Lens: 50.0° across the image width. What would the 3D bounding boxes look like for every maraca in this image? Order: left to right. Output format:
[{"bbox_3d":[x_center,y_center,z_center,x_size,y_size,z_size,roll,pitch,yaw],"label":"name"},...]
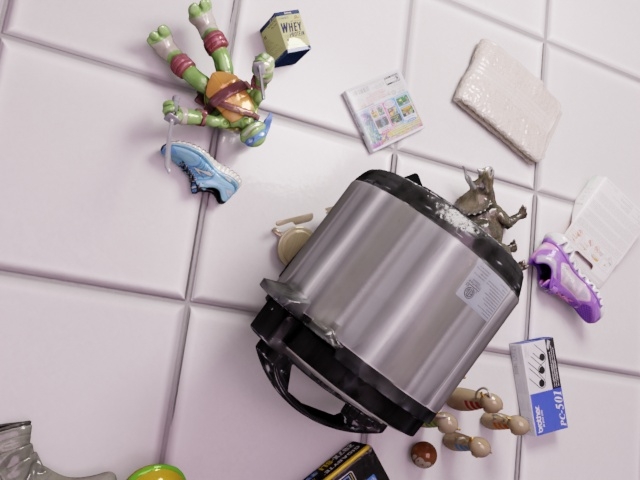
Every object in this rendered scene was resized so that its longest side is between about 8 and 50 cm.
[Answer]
[{"bbox_3d":[-0.286,0.455,1.138,0.127,0.099,0.186,11,100,-31],"label":"maraca"}]

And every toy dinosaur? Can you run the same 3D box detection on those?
[{"bbox_3d":[0.373,-0.003,1.528,0.160,0.121,0.314,1,87,-14],"label":"toy dinosaur"}]

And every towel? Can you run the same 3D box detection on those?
[{"bbox_3d":[0.452,-0.327,1.631,0.282,0.049,0.187,33,69,-18],"label":"towel"}]

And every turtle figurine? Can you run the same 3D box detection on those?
[{"bbox_3d":[-0.192,-0.291,1.213,0.266,0.198,0.274,56,33,6],"label":"turtle figurine"}]

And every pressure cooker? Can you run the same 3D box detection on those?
[{"bbox_3d":[0.096,0.131,1.195,0.369,0.375,0.420,36,86,8],"label":"pressure cooker"}]

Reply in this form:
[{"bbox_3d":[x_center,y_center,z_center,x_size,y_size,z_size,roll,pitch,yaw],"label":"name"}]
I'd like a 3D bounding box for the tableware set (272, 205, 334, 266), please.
[{"bbox_3d":[0.000,0.000,1.373,0.194,0.039,0.128,-14,101,-21],"label":"tableware set"}]

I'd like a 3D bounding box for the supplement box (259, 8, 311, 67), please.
[{"bbox_3d":[-0.070,-0.401,1.368,0.056,0.083,0.083,-18,90,-28],"label":"supplement box"}]

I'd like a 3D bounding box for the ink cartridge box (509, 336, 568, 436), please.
[{"bbox_3d":[0.496,0.329,1.560,0.097,0.046,0.207,-6,86,-25],"label":"ink cartridge box"}]

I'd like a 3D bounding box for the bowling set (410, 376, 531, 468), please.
[{"bbox_3d":[0.283,0.382,1.389,0.287,0.154,0.200,34,70,-18],"label":"bowling set"}]

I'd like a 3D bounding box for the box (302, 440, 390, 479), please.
[{"bbox_3d":[0.057,0.587,1.295,0.257,0.079,0.322,-31,96,-28],"label":"box"}]

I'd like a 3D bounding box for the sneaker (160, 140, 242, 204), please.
[{"bbox_3d":[-0.225,-0.124,1.267,0.162,0.063,0.073,33,73,-18],"label":"sneaker"}]

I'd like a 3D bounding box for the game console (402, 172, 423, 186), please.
[{"bbox_3d":[0.184,-0.073,1.486,0.107,0.071,0.122,-21,92,3],"label":"game console"}]

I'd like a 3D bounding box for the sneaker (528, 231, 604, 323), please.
[{"bbox_3d":[0.568,0.102,1.608,0.104,0.095,0.236,-34,93,-19],"label":"sneaker"}]

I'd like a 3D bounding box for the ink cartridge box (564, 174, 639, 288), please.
[{"bbox_3d":[0.692,-0.021,1.715,0.181,0.056,0.225,39,87,-16],"label":"ink cartridge box"}]

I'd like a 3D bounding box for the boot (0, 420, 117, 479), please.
[{"bbox_3d":[-0.451,0.359,1.082,0.246,0.083,0.161,-8,81,-28],"label":"boot"}]

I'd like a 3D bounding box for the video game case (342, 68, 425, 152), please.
[{"bbox_3d":[0.140,-0.282,1.490,0.157,0.019,0.143,-28,96,-27],"label":"video game case"}]
